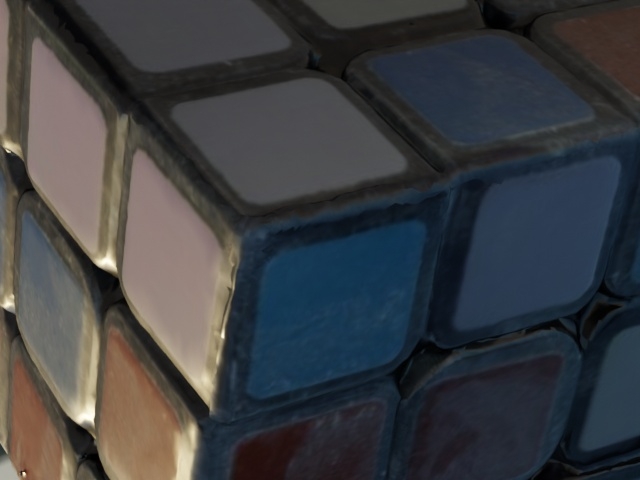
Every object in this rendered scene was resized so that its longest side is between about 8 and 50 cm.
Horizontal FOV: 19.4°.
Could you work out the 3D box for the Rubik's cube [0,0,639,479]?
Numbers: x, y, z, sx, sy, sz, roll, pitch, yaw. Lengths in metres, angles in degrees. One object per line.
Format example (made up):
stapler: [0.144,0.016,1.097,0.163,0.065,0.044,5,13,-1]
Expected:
Rubik's cube: [0.000,0.000,1.067,0.363,0.362,0.358,-10,131,-27]
